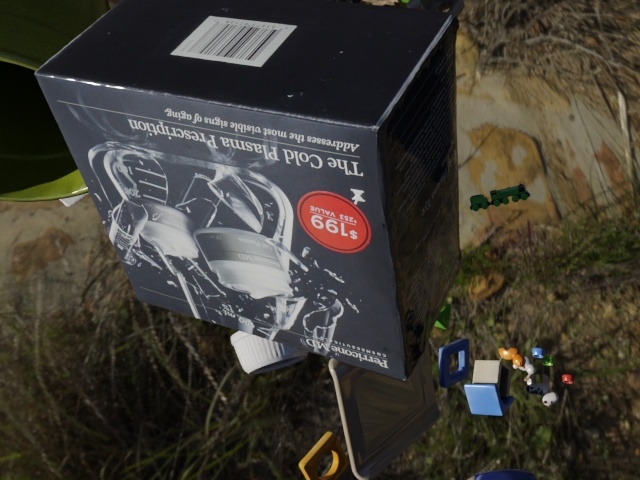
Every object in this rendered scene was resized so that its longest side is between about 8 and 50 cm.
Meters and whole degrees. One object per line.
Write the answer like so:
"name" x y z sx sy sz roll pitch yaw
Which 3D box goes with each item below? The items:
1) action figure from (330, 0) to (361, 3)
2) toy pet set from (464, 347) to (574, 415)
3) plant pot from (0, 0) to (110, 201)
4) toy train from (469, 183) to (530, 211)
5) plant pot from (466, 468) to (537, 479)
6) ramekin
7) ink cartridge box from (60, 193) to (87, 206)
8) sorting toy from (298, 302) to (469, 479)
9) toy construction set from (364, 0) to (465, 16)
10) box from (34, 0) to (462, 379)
"action figure" 0.008 -0.430 1.521 0.141 0.164 0.276 1 96 57
"toy pet set" 0.236 0.181 0.944 0.114 0.065 0.122 -6 152 37
"plant pot" -0.446 -0.296 1.102 0.366 0.366 0.353 -10 64 17
"toy train" 0.246 -0.059 1.066 0.083 0.017 0.024 -13 96 13
"plant pot" 0.106 0.305 0.481 0.212 0.236 0.236 40 123 4
"ramekin" -0.128 0.283 2.068 0.207 0.207 0.109 -24 74 21
"ink cartridge box" -0.521 -0.159 1.520 0.180 0.104 0.060 36 151 19
"sorting toy" 0.086 0.209 1.082 0.047 0.347 0.196 11 123 46
"toy construction set" 0.051 -0.323 1.068 0.308 0.237 0.257 -4 68 29
"box" -0.048 -0.061 0.772 0.343 0.179 0.312 13 139 25
